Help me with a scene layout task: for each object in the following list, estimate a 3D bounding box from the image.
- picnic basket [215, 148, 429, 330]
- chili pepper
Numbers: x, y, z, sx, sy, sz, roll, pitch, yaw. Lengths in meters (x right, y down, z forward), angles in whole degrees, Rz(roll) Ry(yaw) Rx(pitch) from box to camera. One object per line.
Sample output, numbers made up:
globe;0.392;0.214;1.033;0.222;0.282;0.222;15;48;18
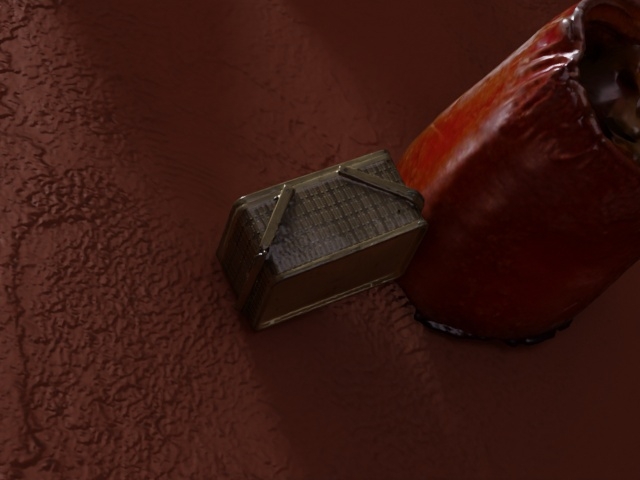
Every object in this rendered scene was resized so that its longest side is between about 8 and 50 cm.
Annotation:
picnic basket;0.000;0.000;1.431;0.164;0.115;0.079;-19;70;-22
chili pepper;0.220;-0.057;1.485;0.251;0.305;0.229;18;59;-22
